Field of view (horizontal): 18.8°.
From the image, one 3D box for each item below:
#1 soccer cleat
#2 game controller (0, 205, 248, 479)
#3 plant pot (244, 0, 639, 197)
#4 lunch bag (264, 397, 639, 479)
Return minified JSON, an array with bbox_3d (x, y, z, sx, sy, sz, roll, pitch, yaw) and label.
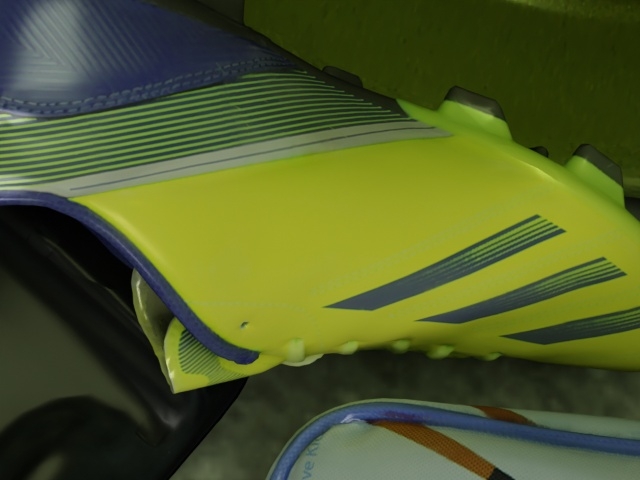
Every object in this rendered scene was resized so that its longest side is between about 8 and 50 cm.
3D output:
[{"bbox_3d":[-0.001,0.000,0.607,0.289,0.093,0.121,23,83,-28],"label":"soccer cleat"},{"bbox_3d":[-0.174,-0.022,0.628,0.319,0.067,0.166,41,85,1],"label":"game controller"},{"bbox_3d":[0.108,-0.261,0.625,0.366,0.366,0.353,21,60,-7],"label":"plant pot"},{"bbox_3d":[0.065,0.191,0.553,0.243,0.115,0.303,3,68,27],"label":"lunch bag"}]
